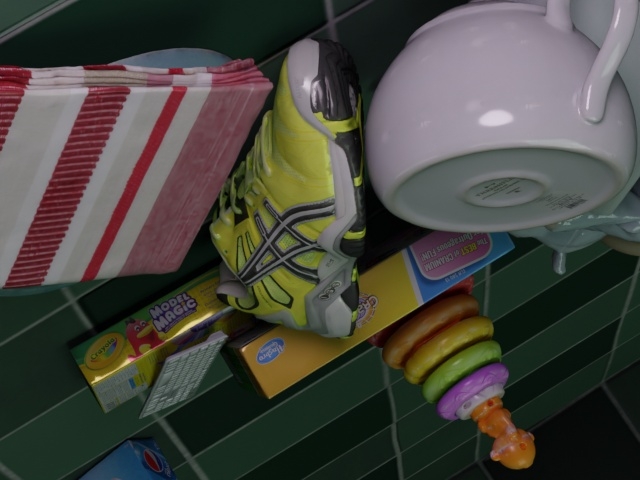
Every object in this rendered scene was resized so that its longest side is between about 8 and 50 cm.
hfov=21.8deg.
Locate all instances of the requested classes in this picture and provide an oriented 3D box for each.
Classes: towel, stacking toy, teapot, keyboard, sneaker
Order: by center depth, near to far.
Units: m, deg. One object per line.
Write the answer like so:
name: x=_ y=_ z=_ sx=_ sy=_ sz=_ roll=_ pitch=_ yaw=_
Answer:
towel: x=-0.218 y=-0.044 z=1.265 sx=0.329 sy=0.037 sz=0.237 roll=-5 pitch=142 yaw=-34
teapot: x=0.156 y=-0.129 z=1.454 sx=0.256 sy=0.187 sz=0.252 roll=-6 pitch=160 yaw=11
sneaker: x=-0.031 y=-0.031 z=1.539 sx=0.147 sy=0.145 sz=0.385 roll=2 pitch=141 yaw=0
keyboard: x=-0.155 y=0.152 z=1.836 sx=0.072 sy=0.014 sz=0.256 roll=-28 pitch=169 yaw=-20
stacking toy: x=0.177 y=0.161 z=2.093 sx=0.175 sy=0.302 sz=0.166 roll=-23 pitch=158 yaw=-30

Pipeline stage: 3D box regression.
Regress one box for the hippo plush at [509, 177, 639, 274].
hippo plush: x=0.315 y=-0.087 z=1.904 sx=0.294 sy=0.234 sz=0.236 roll=18 pitch=169 yaw=-20

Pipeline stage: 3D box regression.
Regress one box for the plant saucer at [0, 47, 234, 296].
plant saucer: x=-0.189 y=-0.044 z=1.414 sx=0.317 sy=0.044 sz=0.317 roll=-30 pitch=161 yaw=-11

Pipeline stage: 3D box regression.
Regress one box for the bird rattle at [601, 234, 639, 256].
bird rattle: x=0.381 y=-0.066 z=2.052 sx=0.253 sy=0.207 sz=0.143 roll=-36 pitch=145 yaw=-21

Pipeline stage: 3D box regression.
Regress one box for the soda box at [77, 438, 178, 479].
soda box: x=-0.288 y=0.344 z=2.152 sx=0.210 sy=0.071 sz=0.067 roll=-39 pitch=160 yaw=18

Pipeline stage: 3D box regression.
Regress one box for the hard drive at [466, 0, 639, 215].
hard drive: x=0.237 y=-0.160 z=1.584 sx=0.233 sy=0.047 sz=0.353 roll=18 pitch=148 yaw=-5

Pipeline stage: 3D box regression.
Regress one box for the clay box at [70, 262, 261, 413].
clay box: x=-0.155 y=0.097 z=1.791 sx=0.222 sy=0.053 sz=0.127 roll=-31 pitch=164 yaw=-11

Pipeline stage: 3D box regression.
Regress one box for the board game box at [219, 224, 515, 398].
board game box: x=0.043 y=0.065 z=1.877 sx=0.316 sy=0.064 sz=0.242 roll=-31 pitch=-177 yaw=-9
